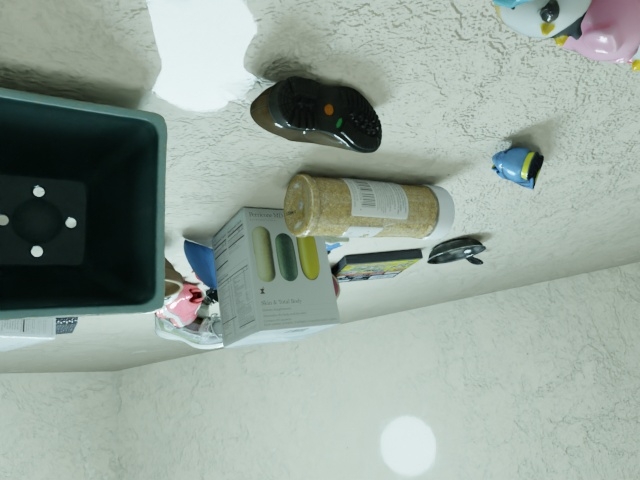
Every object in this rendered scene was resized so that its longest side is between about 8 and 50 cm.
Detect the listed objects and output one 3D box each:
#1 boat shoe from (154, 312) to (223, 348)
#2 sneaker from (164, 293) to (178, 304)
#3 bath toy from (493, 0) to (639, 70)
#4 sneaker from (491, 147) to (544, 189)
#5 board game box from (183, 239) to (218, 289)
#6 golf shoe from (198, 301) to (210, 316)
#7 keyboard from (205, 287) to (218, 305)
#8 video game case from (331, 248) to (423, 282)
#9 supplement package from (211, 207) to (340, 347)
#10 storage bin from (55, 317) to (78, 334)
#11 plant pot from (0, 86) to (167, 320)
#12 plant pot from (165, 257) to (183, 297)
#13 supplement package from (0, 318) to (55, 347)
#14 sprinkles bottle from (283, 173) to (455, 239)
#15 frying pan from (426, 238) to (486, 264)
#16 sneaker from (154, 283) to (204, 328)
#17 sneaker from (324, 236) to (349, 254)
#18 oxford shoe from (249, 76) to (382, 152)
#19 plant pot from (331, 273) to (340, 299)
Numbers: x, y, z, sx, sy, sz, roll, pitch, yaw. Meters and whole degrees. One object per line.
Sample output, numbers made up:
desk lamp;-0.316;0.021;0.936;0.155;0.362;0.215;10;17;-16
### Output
boat shoe;-0.445;0.301;1.727;0.320;0.103;0.118;9;-152;16
sneaker;-0.507;0.141;1.334;0.234;0.094;0.153;-10;175;35
bath toy;0.297;-0.246;0.491;0.347;0.129;0.151;2;159;-36
sneaker;0.402;-0.151;0.992;0.082;0.069;0.209;18;-172;30
board game box;-0.278;0.071;1.168;0.033;0.133;0.168;-35;157;12
golf shoe;-0.480;0.286;1.839;0.069;0.086;0.176;4;160;-43
keyboard;-0.354;0.176;1.669;0.100;0.038;0.192;-32;163;-6
video game case;0.175;0.092;1.670;0.274;0.035;0.248;-4;162;-17
supplement package;-0.108;0.087;1.100;0.199;0.263;0.198;1;159;-33
storage bin;-0.702;0.178;1.297;0.084;0.122;0.180;1;160;-33
plant pot;-0.362;-0.034;0.637;0.247;0.248;0.252;2;177;-34
plant pot;-0.441;0.070;1.121;0.237;0.110;0.237;-8;163;-2
supplement package;-0.758;0.139;1.047;0.177;0.176;0.293;-15;162;19
sprinkles bottle;0.106;-0.063;0.985;0.355;0.122;0.121;1;160;-31
frying pan;0.503;0.038;1.654;0.325;0.053;0.197;-1;161;-32
sneaker;-0.428;0.207;1.565;0.136;0.116;0.314;-17;166;-2
sneaker;0.000;0.001;1.234;0.084;0.058;0.152;-31;161;30
oxford shoe;0.000;-0.171;0.681;0.227;0.083;0.096;8;175;-44
plant pot;-0.033;0.191;1.637;0.201;0.202;0.180;4;142;-38
